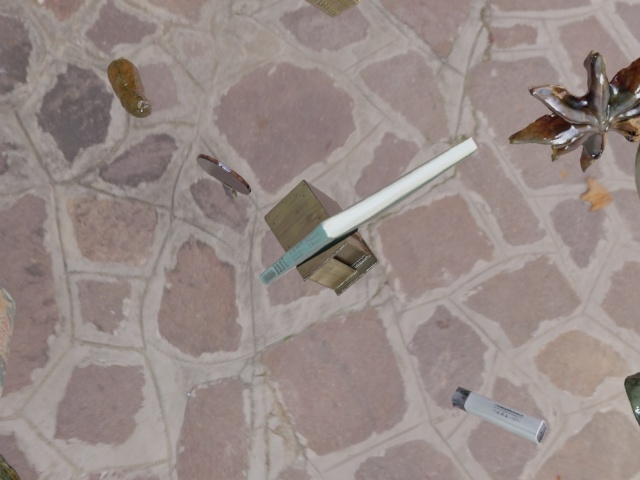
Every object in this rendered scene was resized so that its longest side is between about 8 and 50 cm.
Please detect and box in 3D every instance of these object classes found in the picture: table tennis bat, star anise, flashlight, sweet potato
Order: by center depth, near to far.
[{"bbox_3d":[0.156,0.153,0.542,0.018,0.083,0.018,-53,133,-22],"label":"flashlight"},{"bbox_3d":[-0.149,-0.095,0.968,0.095,0.158,0.014,29,79,4],"label":"table tennis bat"},{"bbox_3d":[0.465,-0.215,1.045,0.287,0.288,0.088,3,51,-11],"label":"star anise"},{"bbox_3d":[-0.427,-0.335,1.380,0.075,0.075,0.273,-18,44,-16],"label":"sweet potato"}]

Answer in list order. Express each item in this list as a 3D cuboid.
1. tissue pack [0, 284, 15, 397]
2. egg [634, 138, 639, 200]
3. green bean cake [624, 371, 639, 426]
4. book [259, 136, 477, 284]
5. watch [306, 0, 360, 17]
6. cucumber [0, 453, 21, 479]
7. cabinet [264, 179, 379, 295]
[{"bbox_3d":[-0.620,0.105,0.973,0.127,0.311,0.228,-15,45,-2],"label":"tissue pack"},{"bbox_3d":[0.573,-0.123,0.916,0.186,0.186,0.254,9,99,-10],"label":"egg"},{"bbox_3d":[0.403,0.207,0.599,0.184,0.094,0.184,11,54,-32],"label":"green bean cake"},{"bbox_3d":[0.053,-0.030,0.959,0.264,0.379,0.031,-31,88,-22],"label":"book"},{"bbox_3d":[-0.004,-0.421,0.914,0.102,0.268,0.165,-24,95,19],"label":"watch"},{"bbox_3d":[-0.318,0.154,0.472,0.077,0.077,0.265,-48,116,-18],"label":"cucumber"},{"bbox_3d":[0.000,0.000,1.493,0.148,0.174,0.215,-42,58,13],"label":"cabinet"}]
